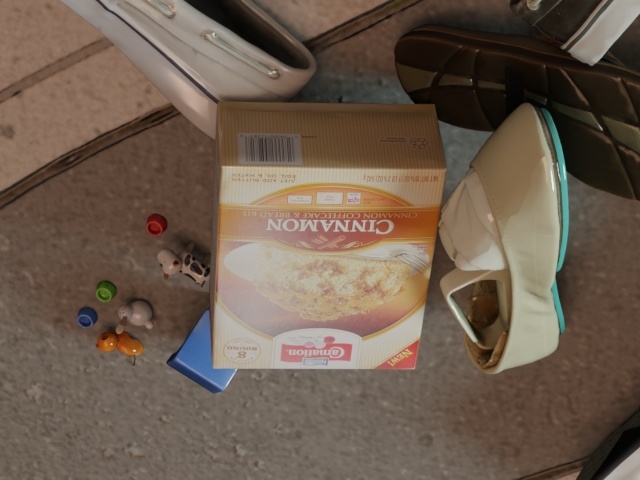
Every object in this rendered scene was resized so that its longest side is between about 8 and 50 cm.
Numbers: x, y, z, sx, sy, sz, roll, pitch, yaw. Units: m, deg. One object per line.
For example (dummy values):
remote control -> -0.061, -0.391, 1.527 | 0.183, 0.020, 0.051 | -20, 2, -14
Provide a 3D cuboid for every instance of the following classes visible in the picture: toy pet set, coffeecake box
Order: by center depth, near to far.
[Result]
coffeecake box -> 0.000, 0.000, 1.205 | 0.142, 0.068, 0.185 | 0, 134, -6
toy pet set -> -0.113, 0.065, 1.317 | 0.114, 0.065, 0.122 | 34, 124, -7

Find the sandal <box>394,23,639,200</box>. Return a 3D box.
sandal -> 0.151, -0.092, 1.148 | 0.219, 0.060, 0.090 | 19, 135, 28

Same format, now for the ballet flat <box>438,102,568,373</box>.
ballet flat -> 0.114, 0.009, 1.161 | 0.086, 0.086, 0.248 | 5, 146, 12

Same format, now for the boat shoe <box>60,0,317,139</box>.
boat shoe -> -0.113, -0.175, 1.154 | 0.088, 0.096, 0.267 | -37, 107, 26

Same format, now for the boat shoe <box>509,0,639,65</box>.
boat shoe -> 0.181, -0.192, 1.019 | 0.070, 0.078, 0.219 | 31, 127, -5

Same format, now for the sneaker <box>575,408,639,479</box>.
sneaker -> 0.301, 0.153, 1.241 | 0.163, 0.086, 0.226 | 39, 131, 1
